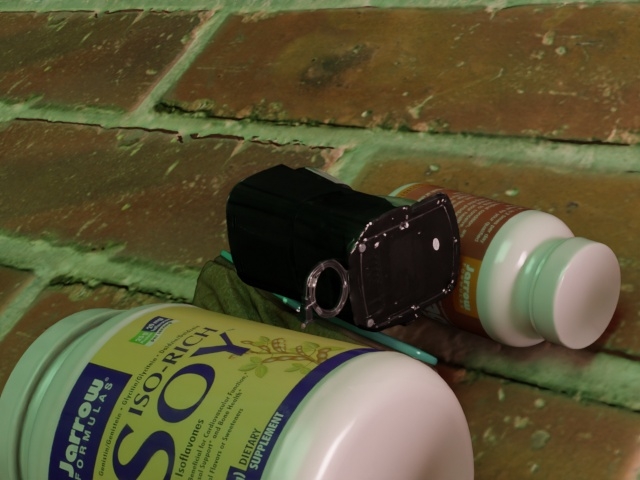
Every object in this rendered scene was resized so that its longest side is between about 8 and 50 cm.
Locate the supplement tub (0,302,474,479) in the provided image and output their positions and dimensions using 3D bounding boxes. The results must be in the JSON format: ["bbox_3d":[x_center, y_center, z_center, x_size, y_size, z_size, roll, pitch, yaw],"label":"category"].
[{"bbox_3d":[-0.075,0.179,0.962,0.331,0.241,0.241,9,53,38],"label":"supplement tub"}]

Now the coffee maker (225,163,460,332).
[{"bbox_3d":[0.000,0.000,1.032,0.178,0.171,0.120,17,99,46],"label":"coffee maker"}]

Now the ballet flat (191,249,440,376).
[{"bbox_3d":[-0.027,0.109,1.144,0.342,0.116,0.124,24,84,49],"label":"ballet flat"}]

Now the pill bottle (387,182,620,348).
[{"bbox_3d":[0.150,0.024,1.086,0.216,0.121,0.121,17,59,46],"label":"pill bottle"}]
